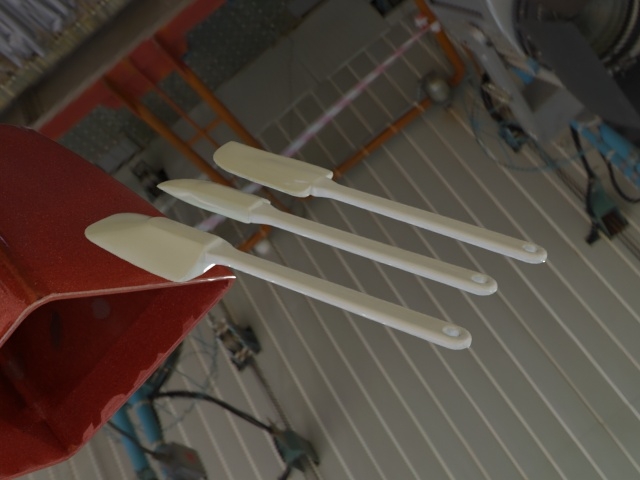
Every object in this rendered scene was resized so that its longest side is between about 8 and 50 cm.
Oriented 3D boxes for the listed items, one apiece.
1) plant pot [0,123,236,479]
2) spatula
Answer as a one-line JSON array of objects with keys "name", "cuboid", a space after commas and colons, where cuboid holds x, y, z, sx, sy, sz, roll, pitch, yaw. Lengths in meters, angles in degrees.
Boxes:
[{"name": "plant pot", "cuboid": [-0.284, 0.041, 0.841, 0.267, 0.267, 0.235, -46, -107, 19]}, {"name": "spatula", "cuboid": [0.000, 0.000, 0.601, 0.242, 0.168, 0.019, 20, -61, 23]}]
